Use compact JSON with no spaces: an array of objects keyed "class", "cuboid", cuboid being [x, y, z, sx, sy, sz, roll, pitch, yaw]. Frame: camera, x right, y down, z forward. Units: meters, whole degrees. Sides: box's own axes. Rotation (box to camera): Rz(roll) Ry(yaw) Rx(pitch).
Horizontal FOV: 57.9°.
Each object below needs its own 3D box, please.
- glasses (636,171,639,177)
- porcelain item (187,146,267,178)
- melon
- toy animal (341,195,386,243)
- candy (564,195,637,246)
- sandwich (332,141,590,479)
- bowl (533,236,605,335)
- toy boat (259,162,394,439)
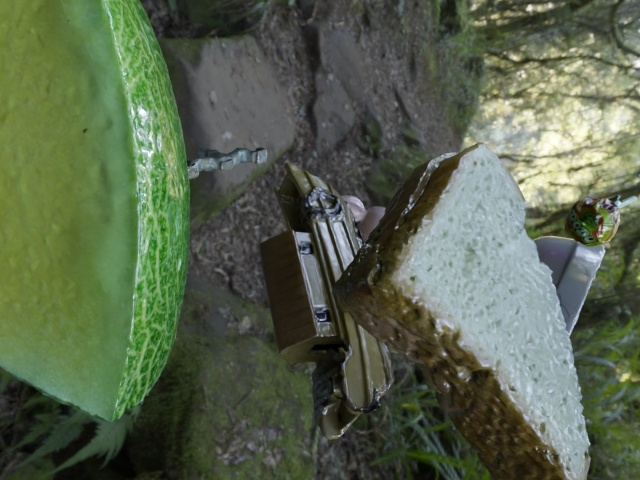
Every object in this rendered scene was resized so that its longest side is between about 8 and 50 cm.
[{"class":"glasses","cuboid":[0.390,-0.145,0.640,0.139,0.063,0.103,92,0,-51]},{"class":"porcelain item","cuboid":[-0.148,-0.116,0.806,0.075,0.136,0.021,32,-51,43]},{"class":"melon","cuboid":[-0.146,-0.077,0.352,0.196,0.124,0.323,-134,-138,-68]},{"class":"toy animal","cuboid":[0.117,-0.025,1.094,0.212,0.124,0.124,50,20,-10]},{"class":"candy","cuboid":[0.363,-0.037,0.721,0.201,0.061,0.060,-18,93,-45]},{"class":"sandwich","cuboid":[0.167,0.062,0.568,0.288,0.100,0.254,50,43,-9]},{"class":"bowl","cuboid":[0.376,0.112,1.031,0.287,0.144,0.286,-51,156,-34]},{"class":"toy boat","cuboid":[-0.010,0.069,0.873,0.135,0.162,0.445,119,-32,-47]}]
